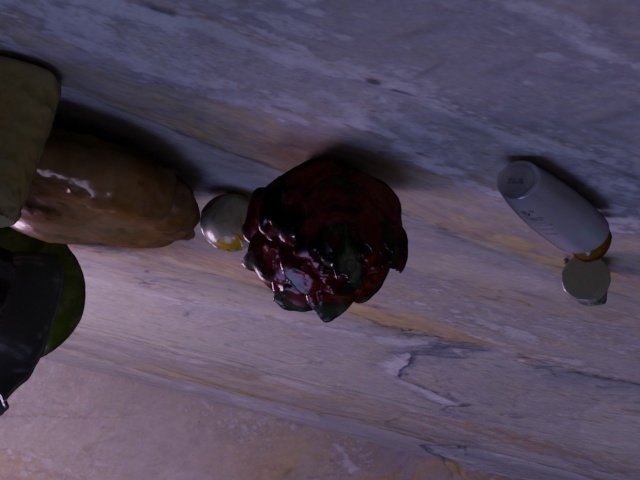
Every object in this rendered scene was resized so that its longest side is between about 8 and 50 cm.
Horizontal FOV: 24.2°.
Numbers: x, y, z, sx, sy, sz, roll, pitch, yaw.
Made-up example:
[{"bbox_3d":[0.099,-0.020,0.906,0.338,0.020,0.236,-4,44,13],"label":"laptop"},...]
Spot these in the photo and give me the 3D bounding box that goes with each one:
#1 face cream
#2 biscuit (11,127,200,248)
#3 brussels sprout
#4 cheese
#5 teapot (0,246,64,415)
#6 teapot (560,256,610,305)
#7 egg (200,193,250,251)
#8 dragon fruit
[{"bbox_3d":[0.240,-0.029,1.516,0.072,0.051,0.182,1,161,36],"label":"face cream"},{"bbox_3d":[-0.365,-0.069,1.785,0.446,0.104,0.429,15,168,-11],"label":"biscuit"},{"bbox_3d":[-0.469,0.072,2.222,0.244,0.244,0.244,12,166,3],"label":"brussels sprout"},{"bbox_3d":[-0.338,-0.101,1.520,0.123,0.167,0.094,6,163,25],"label":"cheese"},{"bbox_3d":[-0.475,0.032,1.612,0.344,0.253,0.300,26,-155,-24],"label":"teapot"},{"bbox_3d":[0.312,0.049,1.761,0.067,0.057,0.083,48,-178,20],"label":"teapot"},{"bbox_3d":[-0.112,-0.022,1.819,0.071,0.071,0.083,22,166,-30],"label":"egg"},{"bbox_3d":[0.002,-0.004,1.598,0.182,0.182,0.188,19,146,-21],"label":"dragon fruit"}]
